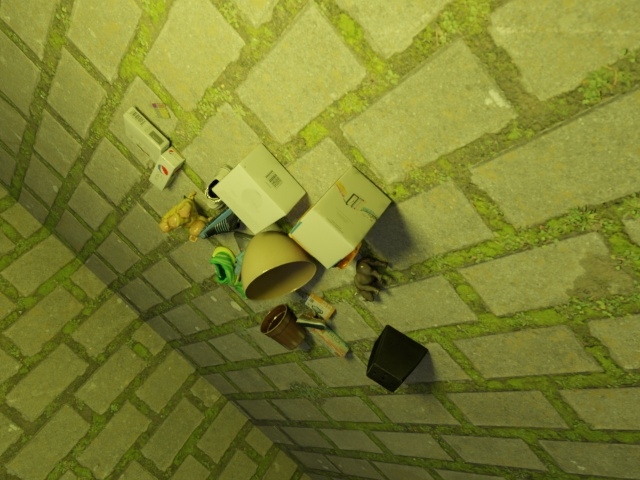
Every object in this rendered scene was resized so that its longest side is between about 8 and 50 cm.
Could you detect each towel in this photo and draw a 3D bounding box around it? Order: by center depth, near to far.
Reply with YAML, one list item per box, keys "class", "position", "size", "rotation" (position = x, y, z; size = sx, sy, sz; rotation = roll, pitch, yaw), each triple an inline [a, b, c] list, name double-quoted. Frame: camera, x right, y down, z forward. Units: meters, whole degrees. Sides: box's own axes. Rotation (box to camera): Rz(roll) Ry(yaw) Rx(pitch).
- class: "towel"
  position: [-0.583, -0.471, 1.800]
  size: [0.083, 0.009, 0.060]
  rotation: [11, 137, 34]

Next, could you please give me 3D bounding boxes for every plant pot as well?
- class: "plant pot"
  position: [-0.181, 0.075, 1.866]
  size: [0.191, 0.283, 0.284]
  rotation: [65, 152, 25]
- class: "plant pot"
  position: [0.283, 0.479, 1.953]
  size: [0.187, 0.167, 0.188]
  rotation: [31, 142, 10]
- class: "plant pot"
  position: [-0.164, 0.407, 2.276]
  size: [0.166, 0.167, 0.165]
  rotation: [-15, 126, 48]

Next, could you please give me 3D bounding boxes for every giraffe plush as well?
- class: "giraffe plush"
  position: [-0.536, -0.077, 2.049]
  size: [0.181, 0.210, 0.170]
  rotation: [-28, 117, 26]

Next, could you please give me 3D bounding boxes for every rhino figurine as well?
- class: "rhino figurine"
  position: [0.168, 0.146, 1.771]
  size: [0.106, 0.073, 0.243]
  rotation: [22, 143, 15]

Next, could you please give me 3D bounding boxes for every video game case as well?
- class: "video game case"
  position: [-0.251, 0.087, 2.108]
  size: [0.195, 0.026, 0.274]
  rotation: [13, 138, 30]

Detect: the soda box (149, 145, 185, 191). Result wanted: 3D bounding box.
- class: "soda box"
  position: [-0.614, -0.283, 1.980]
  size: [0.074, 0.069, 0.216]
  rotation: [44, 145, -8]

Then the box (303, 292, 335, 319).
- class: "box"
  position: [-0.009, 0.274, 2.101]
  size: [0.136, 0.028, 0.081]
  rotation: [37, 144, 6]

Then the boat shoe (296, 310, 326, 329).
- class: "boat shoe"
  position: [-0.036, 0.340, 2.153]
  size: [0.183, 0.066, 0.066]
  rotation: [-1, 146, 49]

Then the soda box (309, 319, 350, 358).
- class: "soda box"
  position: [0.041, 0.441, 2.207]
  size: [0.183, 0.063, 0.058]
  rotation: [45, 144, -8]

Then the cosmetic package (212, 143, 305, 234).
- class: "cosmetic package"
  position: [-0.213, -0.170, 1.698]
  size: [0.224, 0.138, 0.224]
  rotation: [48, 142, -13]

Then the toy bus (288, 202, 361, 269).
- class: "toy bus"
  position: [0.000, 0.000, 1.711]
  size: [0.220, 0.149, 0.211]
  rotation: [42, 157, -9]

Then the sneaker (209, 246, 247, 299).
- class: "sneaker"
  position: [-0.408, 0.165, 2.243]
  size: [0.109, 0.124, 0.296]
  rotation: [-4, 127, 43]

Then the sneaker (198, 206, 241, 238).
- class: "sneaker"
  position: [-0.382, -0.059, 1.959]
  size: [0.232, 0.081, 0.090]
  rotation: [-34, 112, 26]

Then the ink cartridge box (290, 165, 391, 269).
- class: "ink cartridge box"
  position: [0.061, -0.070, 1.491]
  size: [0.168, 0.233, 0.171]
  rotation: [43, 144, -3]

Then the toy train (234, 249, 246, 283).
- class: "toy train"
  position: [-0.319, 0.120, 2.119]
  size: [0.105, 0.080, 0.184]
  rotation: [44, 147, 8]

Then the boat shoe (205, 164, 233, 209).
- class: "boat shoe"
  position: [-0.395, -0.182, 1.883]
  size: [0.096, 0.088, 0.267]
  rotation: [43, 144, -7]

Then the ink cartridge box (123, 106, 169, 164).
- class: "ink cartridge box"
  position: [-0.681, -0.400, 1.946]
  size: [0.189, 0.066, 0.232]
  rotation: [44, 165, -8]
